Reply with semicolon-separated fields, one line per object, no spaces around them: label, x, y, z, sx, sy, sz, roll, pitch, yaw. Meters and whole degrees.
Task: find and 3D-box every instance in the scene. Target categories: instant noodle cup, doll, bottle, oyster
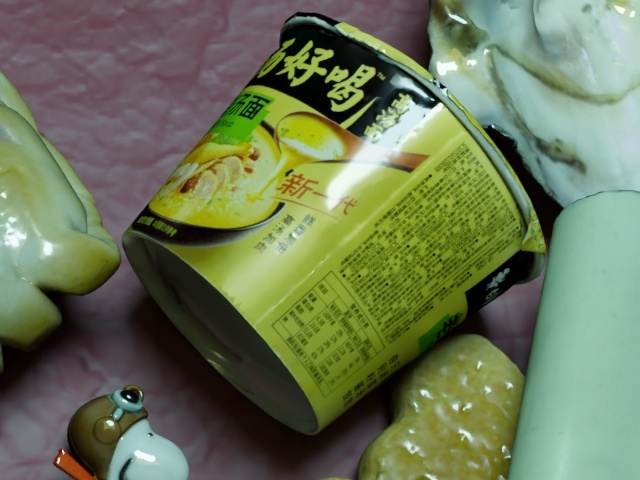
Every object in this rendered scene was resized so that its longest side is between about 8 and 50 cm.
instant noodle cup;0.000;0.000;0.793;0.151;0.151;0.122;42;76;13
doll;-0.091;0.100;0.779;0.085;0.040;0.058;-40;85;-25
bottle;0.112;0.080;0.761;0.072;0.072;0.201;16;57;-1
oyster;0.139;-0.130;0.901;0.275;0.100;0.271;27;63;-9

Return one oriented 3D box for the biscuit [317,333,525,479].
biscuit;0.105;0.145;0.785;0.239;0.041;0.212;12;56;-3

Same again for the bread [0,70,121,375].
bread;-0.185;0.024;0.774;0.134;0.081;0.225;42;65;17
